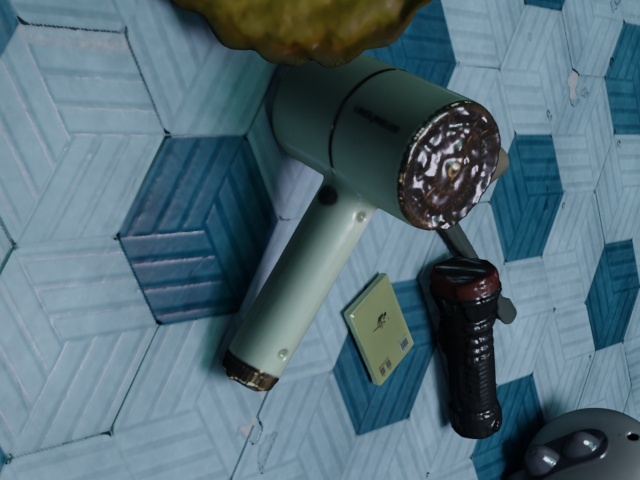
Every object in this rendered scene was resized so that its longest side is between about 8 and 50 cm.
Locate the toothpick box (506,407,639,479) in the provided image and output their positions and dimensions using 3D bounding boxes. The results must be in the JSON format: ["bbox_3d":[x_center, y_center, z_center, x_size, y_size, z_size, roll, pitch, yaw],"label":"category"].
[{"bbox_3d":[0.403,0.384,1.359,0.229,0.229,0.316,-51,128,-29],"label":"toothpick box"}]

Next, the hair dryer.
[{"bbox_3d":[0.000,0.000,0.898,0.128,0.203,0.362,25,96,-46],"label":"hair dryer"}]

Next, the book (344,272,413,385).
[{"bbox_3d":[0.069,0.103,1.084,0.077,0.014,0.111,-46,127,-35],"label":"book"}]

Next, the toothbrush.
[{"bbox_3d":[0.181,0.012,1.181,0.030,0.031,0.297,-51,129,-17],"label":"toothbrush"}]

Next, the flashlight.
[{"bbox_3d":[0.186,0.139,1.171,0.093,0.093,0.231,-26,120,-42],"label":"flashlight"}]

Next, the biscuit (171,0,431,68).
[{"bbox_3d":[-0.025,-0.307,0.744,0.335,0.329,0.078,32,30,-18],"label":"biscuit"}]

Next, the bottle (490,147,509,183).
[{"bbox_3d":[0.194,-0.083,1.168,0.096,0.045,0.045,-39,122,-35],"label":"bottle"}]
